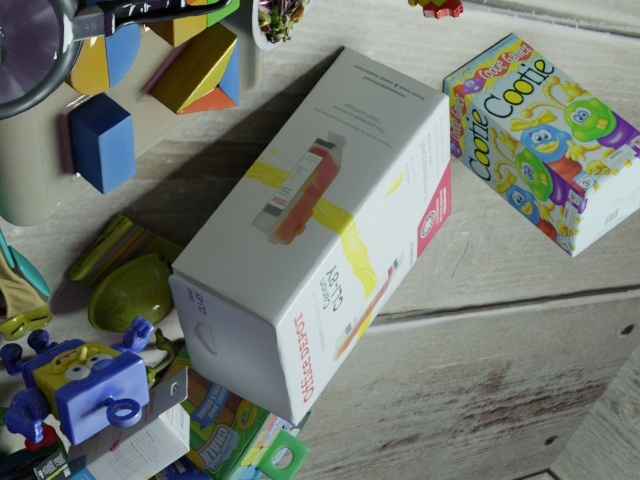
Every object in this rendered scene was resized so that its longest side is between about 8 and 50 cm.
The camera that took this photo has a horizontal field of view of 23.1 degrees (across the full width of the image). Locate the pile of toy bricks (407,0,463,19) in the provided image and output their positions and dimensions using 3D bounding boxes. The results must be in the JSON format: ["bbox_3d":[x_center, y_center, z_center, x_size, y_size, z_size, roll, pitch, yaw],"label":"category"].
[{"bbox_3d":[0.202,-0.364,1.920,0.212,0.105,0.118,-41,152,-12],"label":"pile of toy bricks"}]

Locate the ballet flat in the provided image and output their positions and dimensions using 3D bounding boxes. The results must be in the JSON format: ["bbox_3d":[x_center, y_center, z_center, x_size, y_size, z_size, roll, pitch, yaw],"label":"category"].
[{"bbox_3d":[-0.355,0.024,1.672,0.073,0.080,0.232,-28,149,-5],"label":"ballet flat"}]

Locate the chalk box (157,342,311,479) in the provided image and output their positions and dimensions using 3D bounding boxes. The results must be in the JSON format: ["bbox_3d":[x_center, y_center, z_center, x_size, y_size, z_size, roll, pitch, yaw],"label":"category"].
[{"bbox_3d":[-0.113,0.251,2.148,0.132,0.213,0.132,-58,155,9],"label":"chalk box"}]

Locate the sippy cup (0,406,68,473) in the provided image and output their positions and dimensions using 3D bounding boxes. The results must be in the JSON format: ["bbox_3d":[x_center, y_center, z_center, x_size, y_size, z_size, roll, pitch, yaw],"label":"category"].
[{"bbox_3d":[-0.419,0.373,1.902,0.224,0.305,0.240,1,156,-42],"label":"sippy cup"}]

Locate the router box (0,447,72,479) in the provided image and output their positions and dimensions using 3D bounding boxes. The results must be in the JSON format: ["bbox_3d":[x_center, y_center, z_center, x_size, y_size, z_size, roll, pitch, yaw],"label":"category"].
[{"bbox_3d":[-0.340,0.278,1.764,0.092,0.038,0.122,-22,-178,5],"label":"router box"}]

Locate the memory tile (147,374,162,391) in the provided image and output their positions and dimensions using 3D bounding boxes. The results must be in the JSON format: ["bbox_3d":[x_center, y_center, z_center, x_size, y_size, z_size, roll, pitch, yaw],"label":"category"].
[{"bbox_3d":[-0.272,0.251,2.160,0.148,0.012,0.113,-35,150,-22],"label":"memory tile"}]

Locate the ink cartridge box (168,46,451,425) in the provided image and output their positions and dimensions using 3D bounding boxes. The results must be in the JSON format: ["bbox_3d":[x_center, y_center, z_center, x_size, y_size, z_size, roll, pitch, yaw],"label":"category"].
[{"bbox_3d":[0.000,0.000,1.959,0.384,0.160,0.279,-52,158,-24],"label":"ink cartridge box"}]

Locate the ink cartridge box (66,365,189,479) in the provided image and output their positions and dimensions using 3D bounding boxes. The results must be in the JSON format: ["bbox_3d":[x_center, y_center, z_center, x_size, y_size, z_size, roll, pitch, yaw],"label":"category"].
[{"bbox_3d":[-0.215,0.238,1.869,0.181,0.061,0.104,-35,-163,7],"label":"ink cartridge box"}]

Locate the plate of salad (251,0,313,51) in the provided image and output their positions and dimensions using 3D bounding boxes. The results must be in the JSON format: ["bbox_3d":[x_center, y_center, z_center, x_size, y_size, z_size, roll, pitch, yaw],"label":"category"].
[{"bbox_3d":[-0.018,-0.297,1.705,0.200,0.048,0.200,-59,164,-28],"label":"plate of salad"}]

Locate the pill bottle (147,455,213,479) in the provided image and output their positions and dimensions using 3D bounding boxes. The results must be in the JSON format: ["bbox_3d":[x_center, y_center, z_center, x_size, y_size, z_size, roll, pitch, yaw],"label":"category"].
[{"bbox_3d":[-0.195,0.339,2.265,0.219,0.123,0.123,-21,143,-44],"label":"pill bottle"}]

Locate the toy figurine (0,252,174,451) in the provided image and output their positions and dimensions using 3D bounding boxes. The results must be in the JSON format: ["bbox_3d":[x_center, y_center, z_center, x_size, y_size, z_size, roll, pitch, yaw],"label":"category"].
[{"bbox_3d":[-0.249,0.171,1.777,0.362,0.217,0.191,-27,121,-34],"label":"toy figurine"}]

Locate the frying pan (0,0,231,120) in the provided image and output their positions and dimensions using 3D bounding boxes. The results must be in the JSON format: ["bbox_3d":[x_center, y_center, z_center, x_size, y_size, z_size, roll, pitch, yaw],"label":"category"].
[{"bbox_3d":[-0.250,-0.178,1.448,0.326,0.053,0.197,13,113,-30],"label":"frying pan"}]

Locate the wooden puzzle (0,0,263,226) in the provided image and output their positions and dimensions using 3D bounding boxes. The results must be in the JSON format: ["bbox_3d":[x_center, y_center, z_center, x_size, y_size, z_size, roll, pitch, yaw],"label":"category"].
[{"bbox_3d":[-0.189,-0.184,1.625,0.348,0.080,0.322,-33,150,-26],"label":"wooden puzzle"}]

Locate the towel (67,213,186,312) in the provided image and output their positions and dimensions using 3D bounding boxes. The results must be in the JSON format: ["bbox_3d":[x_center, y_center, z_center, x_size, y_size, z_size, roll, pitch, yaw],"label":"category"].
[{"bbox_3d":[-0.219,0.035,1.943,0.102,0.021,0.237,-44,154,7],"label":"towel"}]

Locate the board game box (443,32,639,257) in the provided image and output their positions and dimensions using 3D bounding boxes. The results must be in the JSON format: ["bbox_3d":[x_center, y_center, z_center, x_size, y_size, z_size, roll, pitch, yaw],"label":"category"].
[{"bbox_3d":[0.312,-0.136,2.196,0.144,0.275,0.142,-35,150,-22],"label":"board game box"}]
